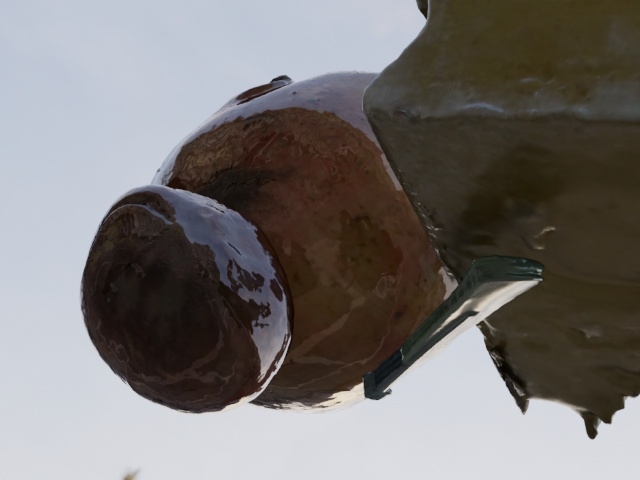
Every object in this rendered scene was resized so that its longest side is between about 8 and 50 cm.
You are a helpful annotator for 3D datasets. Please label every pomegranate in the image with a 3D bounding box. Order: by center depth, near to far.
[{"bbox_3d":[0.000,0.000,1.321,0.322,0.322,0.322,21,-43,21],"label":"pomegranate"}]

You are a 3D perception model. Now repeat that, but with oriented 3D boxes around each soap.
[{"bbox_3d":[0.222,-0.022,0.843,0.304,0.169,0.339,2,-34,27],"label":"soap"}]

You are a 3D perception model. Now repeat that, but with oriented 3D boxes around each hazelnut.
[{"bbox_3d":[-0.084,0.035,1.032,0.154,0.143,0.143,54,-29,34],"label":"hazelnut"}]

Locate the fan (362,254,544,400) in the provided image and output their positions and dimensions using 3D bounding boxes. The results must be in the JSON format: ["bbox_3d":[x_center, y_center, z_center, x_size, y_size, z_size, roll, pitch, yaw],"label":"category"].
[{"bbox_3d":[0.063,0.050,0.840,0.038,0.016,0.193,4,-24,-19],"label":"fan"}]
